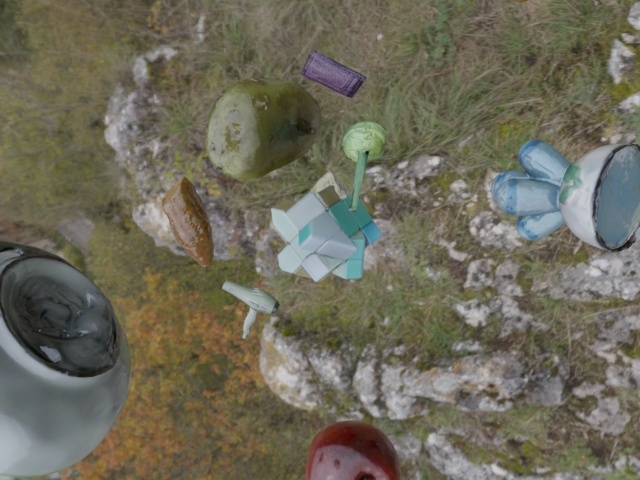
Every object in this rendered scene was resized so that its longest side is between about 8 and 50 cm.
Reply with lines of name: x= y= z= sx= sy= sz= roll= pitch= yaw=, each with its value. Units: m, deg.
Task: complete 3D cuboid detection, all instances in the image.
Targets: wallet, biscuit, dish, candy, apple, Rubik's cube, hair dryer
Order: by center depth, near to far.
dish: x=-0.353 y=0.115 z=0.730 sx=0.124 sy=0.324 sz=0.324 roll=-36 pitch=80 yaw=16
candy: x=0.082 y=-0.147 z=1.161 sx=0.093 sy=0.336 sz=0.092 roll=20 pitch=125 yaw=-6
apple: x=0.072 y=0.518 z=1.308 sx=0.201 sy=0.218 sz=0.218 roll=-5 pitch=103 yaw=64
Rubik's cube: x=0.000 y=0.000 z=1.433 sx=0.224 sy=0.213 sz=0.265 roll=-33 pitch=92 yaw=45
wallet: x=0.034 y=-0.456 z=1.595 sx=0.165 sy=0.030 sz=0.111 roll=23 pitch=162 yaw=-11
biscuit: x=0.040 y=-0.100 z=1.938 sx=0.179 sy=0.281 sz=0.084 roll=-39 pitch=52 yaw=6
hair dryer: x=-0.298 y=0.243 z=2.206 sx=0.219 sy=0.088 sz=0.225 roll=44 pitch=115 yaw=-7

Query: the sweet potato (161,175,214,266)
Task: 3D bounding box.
sweet potato: x=-0.303 y=-0.035 z=1.345 sx=0.097 sy=0.097 sz=0.252 roll=22 pitch=142 yaw=33

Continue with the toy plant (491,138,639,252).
toy plant: x=0.541 y=-0.113 z=1.323 sx=0.332 sy=0.247 sz=0.247 roll=16 pitch=116 yaw=52

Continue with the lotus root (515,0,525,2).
lotus root: x=0.444 y=-0.654 z=1.358 sx=0.188 sy=0.199 sz=0.180 roll=-43 pitch=115 yaw=6

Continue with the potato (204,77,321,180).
potato: x=-0.117 y=-0.247 z=1.242 sx=0.173 sy=0.307 sz=0.210 roll=18 pitch=117 yaw=31
